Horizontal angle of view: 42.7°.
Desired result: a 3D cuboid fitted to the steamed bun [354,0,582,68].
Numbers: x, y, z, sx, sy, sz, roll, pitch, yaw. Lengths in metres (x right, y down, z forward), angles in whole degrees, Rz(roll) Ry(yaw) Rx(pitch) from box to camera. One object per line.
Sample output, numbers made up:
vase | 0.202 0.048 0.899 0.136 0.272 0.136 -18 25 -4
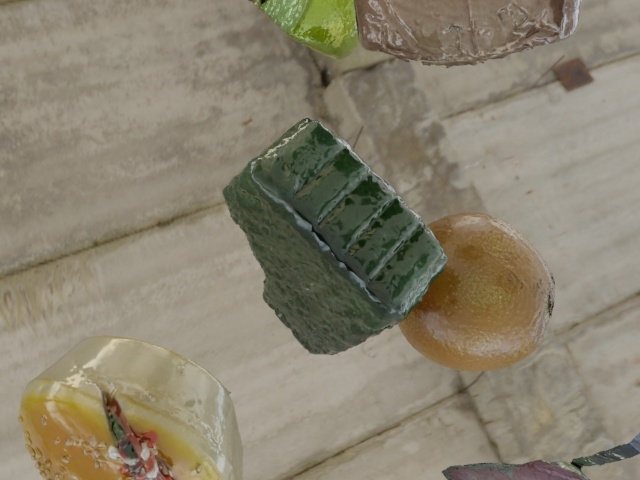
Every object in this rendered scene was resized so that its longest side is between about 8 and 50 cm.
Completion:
steamed bun | 0.195 -0.364 1.055 0.301 0.252 0.199 5 -155 23

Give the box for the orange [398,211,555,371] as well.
orange | 0.255 0.088 1.375 0.274 0.274 0.274 6 -111 -16

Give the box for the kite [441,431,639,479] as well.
kite | 0.246 0.219 0.675 0.204 0.360 0.022 38 -126 3

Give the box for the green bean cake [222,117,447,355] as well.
green bean cake | 0.000 0.000 1.221 0.308 0.300 0.169 47 -119 -4

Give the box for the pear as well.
pear | 0.009 -0.525 1.488 0.238 0.318 0.342 12 -152 -40

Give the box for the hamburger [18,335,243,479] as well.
hamburger | -0.189 0.224 0.829 0.227 0.295 0.151 13 -126 16
